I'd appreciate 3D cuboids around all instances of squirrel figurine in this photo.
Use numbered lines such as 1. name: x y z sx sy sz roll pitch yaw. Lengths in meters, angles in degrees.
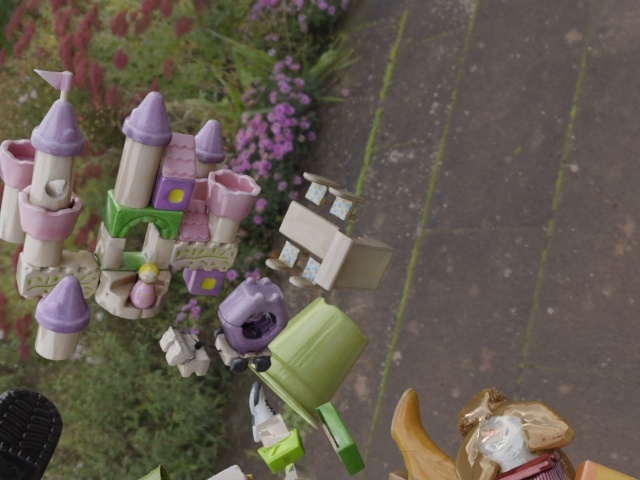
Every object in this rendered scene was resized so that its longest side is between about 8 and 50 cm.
1. squirrel figurine: 0.509 0.567 1.774 0.281 0.370 0.397 -42 21 0

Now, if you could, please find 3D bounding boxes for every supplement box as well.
1. supplement box: 0.642 0.533 1.473 0.233 0.080 0.078 19 68 15

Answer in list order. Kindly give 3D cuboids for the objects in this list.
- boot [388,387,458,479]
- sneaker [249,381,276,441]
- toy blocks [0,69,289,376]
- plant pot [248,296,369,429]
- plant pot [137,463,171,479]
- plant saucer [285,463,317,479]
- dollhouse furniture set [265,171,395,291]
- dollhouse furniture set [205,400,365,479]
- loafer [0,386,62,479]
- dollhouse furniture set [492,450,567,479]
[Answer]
1. boot: 0.281 0.531 1.786 0.211 0.104 0.295 12 100 39
2. sneaker: -0.092 0.279 1.181 0.040 0.044 0.109 -74 -21 -68
3. toy blocks: -0.191 -0.043 0.819 0.309 0.289 0.260 51 128 45
4. plant pot: -0.022 0.294 1.836 0.254 0.276 0.276 -46 35 -13
5. plant pot: -0.277 0.408 1.139 0.079 0.083 0.083 -20 43 -6
6. plant saucer: -0.003 0.669 1.865 0.188 0.188 0.045 19 60 47
7. dollhouse furniture set: 0.000 0.000 1.449 0.242 0.161 0.212 32 104 34
8. dollhouse furniture set: -0.044 0.196 0.604 0.152 0.076 0.058 -27 28 -8
9. loafer: -0.443 0.358 0.890 0.130 0.134 0.366 -39 19 36
10. dollhouse furniture set: 0.269 0.522 1.200 0.374 0.152 0.201 -32 70 19
